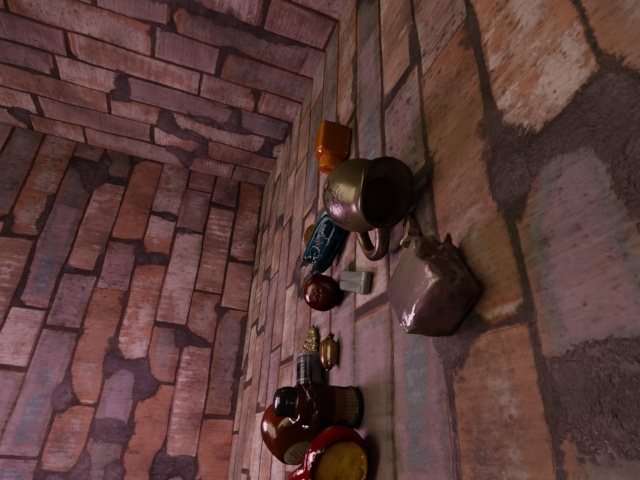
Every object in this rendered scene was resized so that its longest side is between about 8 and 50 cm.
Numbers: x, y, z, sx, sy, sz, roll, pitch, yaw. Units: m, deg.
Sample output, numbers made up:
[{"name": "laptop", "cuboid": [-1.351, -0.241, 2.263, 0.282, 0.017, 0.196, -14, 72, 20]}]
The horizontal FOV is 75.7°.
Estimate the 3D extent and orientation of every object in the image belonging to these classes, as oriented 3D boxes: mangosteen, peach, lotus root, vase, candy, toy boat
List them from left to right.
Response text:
[{"name": "toy boat", "cuboid": [0.014, -0.002, 1.705, 0.092, 0.134, 0.298, -11, -52, -64]}, {"name": "mangosteen", "cuboid": [0.017, 0.207, 1.674, 0.146, 0.181, 0.155, -7, 87, 28]}, {"name": "lotus root", "cuboid": [0.032, 0.419, 1.559, 0.072, 0.063, 0.151, -11, 57, 30]}, {"name": "peach", "cuboid": [0.046, 0.638, 1.169, 0.190, 0.196, 0.226, 50, 138, 26]}, {"name": "vase", "cuboid": [0.153, -0.094, 1.290, 0.302, 0.241, 0.329, -155, 55, -68]}, {"name": "candy", "cuboid": [0.252, 0.105, 0.954, 0.184, 0.137, 0.195, -102, 27, -52]}]

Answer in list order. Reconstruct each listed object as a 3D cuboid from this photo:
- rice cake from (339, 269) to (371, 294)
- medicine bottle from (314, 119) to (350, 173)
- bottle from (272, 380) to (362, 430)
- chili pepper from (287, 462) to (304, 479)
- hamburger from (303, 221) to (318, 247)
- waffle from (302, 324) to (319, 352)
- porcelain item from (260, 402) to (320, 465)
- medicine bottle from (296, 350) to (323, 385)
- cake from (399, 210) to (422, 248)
[{"name": "rice cake", "cuboid": [0.124, 0.149, 1.490, 0.226, 0.040, 0.084, 171, 109, -71]}, {"name": "medicine bottle", "cuboid": [0.052, -0.429, 1.920, 0.112, 0.150, 0.222, 145, 134, -67]}, {"name": "bottle", "cuboid": [-0.011, 0.510, 1.282, 0.143, 0.271, 0.156, -147, 70, -71]}, {"name": "chili pepper", "cuboid": [-0.030, 0.840, 1.437, 0.144, 0.136, 0.252, -20, -32, -57]}, {"name": "hamburger", "cuboid": [0.000, 0.000, 1.833, 0.185, 0.131, 0.159, 167, 111, -67]}, {"name": "waffle", "cuboid": [-0.049, 0.474, 1.826, 0.169, 0.036, 0.183, -102, 30, -56]}, {"name": "porcelain item", "cuboid": [-0.089, 0.691, 1.532, 0.253, 0.253, 0.252, -168, 90, -73]}, {"name": "medicine bottle", "cuboid": [-0.042, 0.545, 1.636, 0.107, 0.107, 0.191, 124, 152, -51]}, {"name": "cake", "cuboid": [0.264, -0.031, 1.195, 0.140, 0.055, 0.051, -71, 4, -51]}]
